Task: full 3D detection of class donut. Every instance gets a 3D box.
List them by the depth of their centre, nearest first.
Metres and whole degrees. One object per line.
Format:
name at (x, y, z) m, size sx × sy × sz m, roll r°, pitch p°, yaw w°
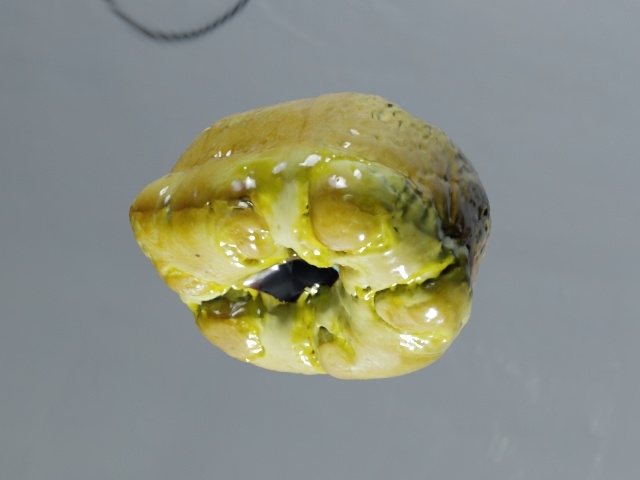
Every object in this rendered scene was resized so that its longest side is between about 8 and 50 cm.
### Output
donut at (0.000, 0.000, 1.419) m, size 0.261 × 0.128 × 0.208 m, roll -2°, pitch 134°, yaw 37°
